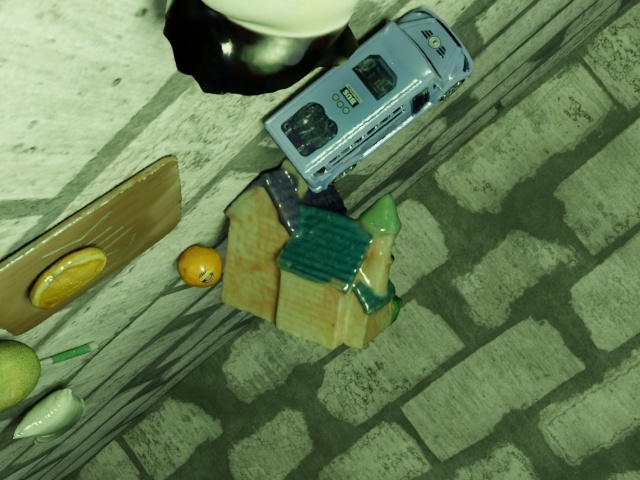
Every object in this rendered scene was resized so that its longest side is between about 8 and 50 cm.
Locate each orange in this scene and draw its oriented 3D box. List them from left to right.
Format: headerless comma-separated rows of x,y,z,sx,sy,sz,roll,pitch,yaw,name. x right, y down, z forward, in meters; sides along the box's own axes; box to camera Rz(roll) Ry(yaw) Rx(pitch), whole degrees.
-0.218,0.046,1.339,0.083,0.083,0.083,-38,173,-5,orange

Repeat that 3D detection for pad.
-0.300,0.017,0.961,0.286,0.018,0.284,-36,172,-18,pad

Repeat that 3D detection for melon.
-0.447,0.186,0.977,0.099,0.099,0.162,-43,169,31,melon

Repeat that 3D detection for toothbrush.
-0.475,0.214,1.335,0.024,0.018,0.257,-37,174,14,toothbrush

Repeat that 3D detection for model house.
0.000,0.000,1.306,0.245,0.312,0.280,-23,126,-56,model house

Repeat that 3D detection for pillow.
-0.594,0.393,1.639,0.144,0.078,0.254,-36,173,-19,pillow

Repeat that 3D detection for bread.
-0.312,0.046,0.918,0.110,0.024,0.110,-38,173,-5,bread

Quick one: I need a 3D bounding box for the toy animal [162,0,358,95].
-0.029,-0.200,0.537,0.166,0.138,0.179,-58,176,-33,toy animal

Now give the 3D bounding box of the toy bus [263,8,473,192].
0.068,-0.201,1.018,0.292,0.125,0.133,-38,173,3,toy bus
